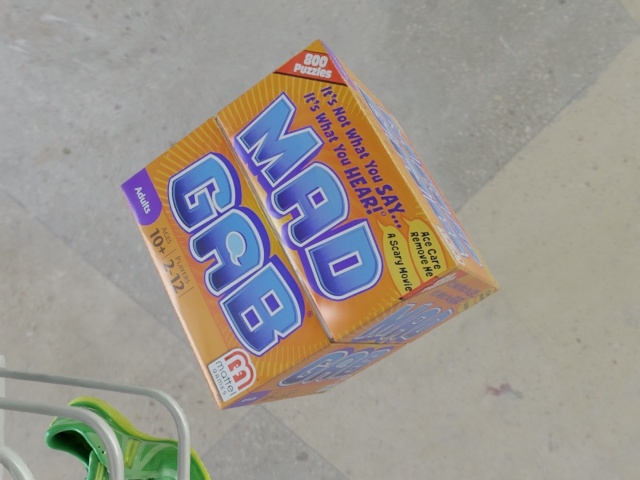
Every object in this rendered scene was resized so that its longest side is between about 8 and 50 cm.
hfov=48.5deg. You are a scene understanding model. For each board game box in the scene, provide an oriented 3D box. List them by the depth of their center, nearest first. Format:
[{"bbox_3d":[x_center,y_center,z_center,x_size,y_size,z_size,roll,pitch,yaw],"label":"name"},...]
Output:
[{"bbox_3d":[0.000,0.000,1.067,0.356,0.356,0.356,-34,71,15],"label":"board game box"}]

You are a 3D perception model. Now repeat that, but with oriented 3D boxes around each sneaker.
[{"bbox_3d":[-0.306,0.356,1.122,0.296,0.123,0.109,21,117,16],"label":"sneaker"}]

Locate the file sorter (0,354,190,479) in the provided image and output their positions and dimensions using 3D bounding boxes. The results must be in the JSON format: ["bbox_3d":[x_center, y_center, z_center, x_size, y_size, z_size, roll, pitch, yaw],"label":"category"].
[{"bbox_3d":[-0.208,0.181,0.348,0.173,0.278,0.192,3,92,20],"label":"file sorter"}]
